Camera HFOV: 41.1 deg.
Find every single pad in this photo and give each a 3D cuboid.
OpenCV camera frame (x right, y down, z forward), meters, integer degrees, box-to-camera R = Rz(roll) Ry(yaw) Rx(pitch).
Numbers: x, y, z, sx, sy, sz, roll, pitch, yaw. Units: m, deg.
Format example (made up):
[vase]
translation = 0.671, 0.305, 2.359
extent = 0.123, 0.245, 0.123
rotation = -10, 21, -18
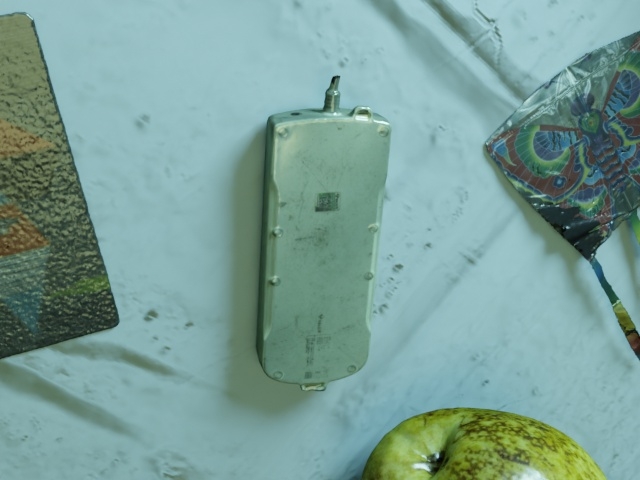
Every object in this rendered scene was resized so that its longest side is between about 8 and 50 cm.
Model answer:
[pad]
translation = -0.213, -0.018, 0.509
extent = 0.143, 0.003, 0.211
rotation = -16, 117, -11

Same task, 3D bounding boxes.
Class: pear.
[pear]
translation = 0.119, 0.210, 0.622
extent = 0.197, 0.197, 0.197
rotation = -7, 116, -15

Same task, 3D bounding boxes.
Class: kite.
[kite]
translation = 0.243, -0.016, 0.653
extent = 0.152, 0.015, 0.285
rotation = -35, 120, 0

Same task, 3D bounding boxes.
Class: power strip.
[power strip]
translation = 0.000, 0.000, 0.573
extent = 0.080, 0.029, 0.227
rotation = -2, 115, -15
